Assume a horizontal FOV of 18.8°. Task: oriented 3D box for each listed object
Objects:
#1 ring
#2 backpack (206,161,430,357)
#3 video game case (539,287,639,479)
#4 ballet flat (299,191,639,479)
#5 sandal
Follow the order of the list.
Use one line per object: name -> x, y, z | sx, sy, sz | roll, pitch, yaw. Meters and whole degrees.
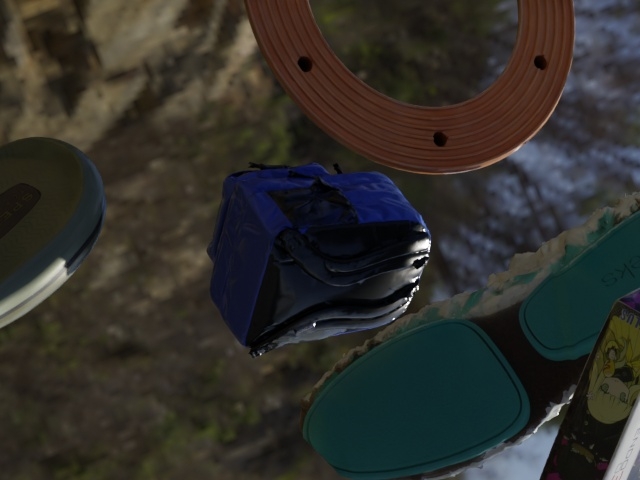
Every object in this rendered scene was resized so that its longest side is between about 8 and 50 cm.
ring -> 0.078, -0.218, 1.714 | 0.032, 0.337, 0.336 | -30, -99, 59
backpack -> 0.000, 0.000, 1.162 | 0.101, 0.120, 0.098 | 59, -38, 40
video game case -> 0.219, 0.103, 1.216 | 0.042, 0.232, 0.210 | 33, -60, 27
ballet flat -> 0.178, 0.087, 1.639 | 0.147, 0.409, 0.147 | 52, 19, -26
sandal -> -0.235, 0.033, 1.001 | 0.120, 0.303, 0.086 | 26, -33, 24
